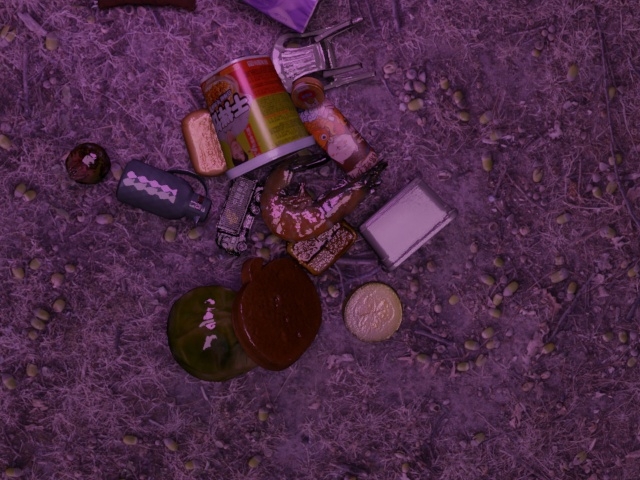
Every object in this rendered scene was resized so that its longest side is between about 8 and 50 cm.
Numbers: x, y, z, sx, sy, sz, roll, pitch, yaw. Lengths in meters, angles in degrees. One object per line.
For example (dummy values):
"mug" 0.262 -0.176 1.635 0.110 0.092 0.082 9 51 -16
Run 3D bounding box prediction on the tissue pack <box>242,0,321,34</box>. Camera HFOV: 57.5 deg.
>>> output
"tissue pack" -0.136 -0.804 1.747 0.338 0.160 0.242 26 53 -10

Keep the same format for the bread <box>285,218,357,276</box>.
"bread" 0.000 0.000 1.958 0.222 0.096 0.181 -43 103 -1

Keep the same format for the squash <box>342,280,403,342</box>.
"squash" 0.186 0.251 2.046 0.219 0.041 0.220 -1 96 -11

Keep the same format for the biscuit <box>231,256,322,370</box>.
"biscuit" -0.146 0.213 1.852 0.070 0.394 0.351 -28 96 36

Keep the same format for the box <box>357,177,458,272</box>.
"box" 0.279 -0.060 1.952 0.311 0.175 0.182 -40 92 0

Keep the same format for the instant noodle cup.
"instant noodle cup" -0.204 -0.379 1.772 0.293 0.294 0.308 -24 97 -3

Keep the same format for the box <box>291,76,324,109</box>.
"box" -0.039 -0.456 1.808 0.105 0.106 0.037 5 56 -8

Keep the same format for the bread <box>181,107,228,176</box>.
"bread" -0.356 -0.312 1.867 0.147 0.098 0.218 -11 99 -2

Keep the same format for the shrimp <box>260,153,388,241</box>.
"shrimp" 0.011 -0.174 1.877 0.444 0.085 0.272 -27 82 -1

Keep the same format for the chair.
"chair" 0.006 -0.579 1.837 0.274 0.190 0.204 -12 100 24

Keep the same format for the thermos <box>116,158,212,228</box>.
"thermos" -0.485 -0.156 1.861 0.286 0.145 0.182 20 62 -11

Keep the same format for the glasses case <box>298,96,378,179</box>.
"glasses case" 0.059 -0.338 1.918 0.122 0.082 0.321 -42 103 11

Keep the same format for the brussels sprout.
"brussels sprout" -0.318 0.305 1.871 0.354 0.281 0.290 8 66 -27

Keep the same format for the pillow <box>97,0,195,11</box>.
"pillow" -0.539 -0.859 1.766 0.307 0.108 0.306 -1 103 -4

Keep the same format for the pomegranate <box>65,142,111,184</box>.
"pomegranate" -0.732 -0.239 1.804 0.138 0.163 0.126 -27 84 19

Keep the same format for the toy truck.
"toy truck" -0.268 -0.083 1.917 0.121 0.088 0.259 20 94 -11
